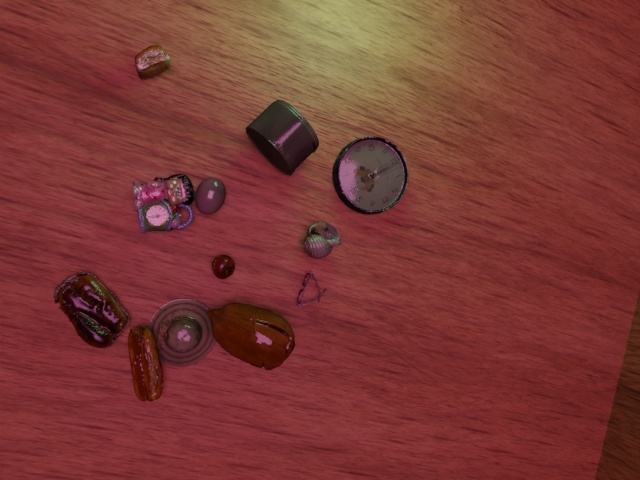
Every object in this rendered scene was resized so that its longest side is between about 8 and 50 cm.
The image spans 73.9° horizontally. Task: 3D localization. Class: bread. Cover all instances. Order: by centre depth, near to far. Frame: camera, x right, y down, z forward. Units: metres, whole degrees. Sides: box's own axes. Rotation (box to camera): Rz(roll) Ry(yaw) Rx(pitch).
[{"bbox_3d":[-0.577,-0.614,1.453,0.125,0.106,0.082,-30,99,-14],"label":"bread"}]

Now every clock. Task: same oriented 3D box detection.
[{"bbox_3d":[-0.534,-0.129,1.479,0.195,0.100,0.194,-11,98,-12],"label":"clock"},{"bbox_3d":[0.202,-0.257,1.686,0.312,0.061,0.313,0,91,-14],"label":"clock"}]

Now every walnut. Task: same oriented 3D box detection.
[{"bbox_3d":[-0.252,0.329,1.514,0.336,0.209,0.209,26,84,-1],"label":"walnut"}]

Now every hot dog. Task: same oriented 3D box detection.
[{"bbox_3d":[-0.768,0.236,1.432,0.162,0.082,0.271,-37,99,-13],"label":"hot dog"},{"bbox_3d":[-0.601,0.426,1.469,0.072,0.115,0.269,-12,99,-56],"label":"hot dog"}]

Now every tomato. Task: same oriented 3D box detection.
[{"bbox_3d":[-0.354,0.093,1.537,0.075,0.087,0.087,24,83,30],"label":"tomato"}]

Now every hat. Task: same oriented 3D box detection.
[{"bbox_3d":[-0.484,0.336,1.493,0.251,0.110,0.252,0,90,-14],"label":"hat"}]

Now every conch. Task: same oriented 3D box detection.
[{"bbox_3d":[-0.006,0.002,1.616,0.153,0.102,0.135,-10,81,-47],"label":"conch"}]

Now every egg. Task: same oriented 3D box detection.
[{"bbox_3d":[-0.391,-0.158,1.510,0.103,0.103,0.135,19,91,-14],"label":"egg"}]

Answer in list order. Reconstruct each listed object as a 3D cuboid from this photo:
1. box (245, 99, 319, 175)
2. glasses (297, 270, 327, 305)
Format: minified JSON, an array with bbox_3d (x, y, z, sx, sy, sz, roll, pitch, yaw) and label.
[{"bbox_3d":[-0.133,-0.363,1.511,0.149,0.226,0.226,-46,101,-9],"label":"box"},{"bbox_3d":[-0.023,0.199,1.635,0.103,0.062,0.140,23,86,-15],"label":"glasses"}]
